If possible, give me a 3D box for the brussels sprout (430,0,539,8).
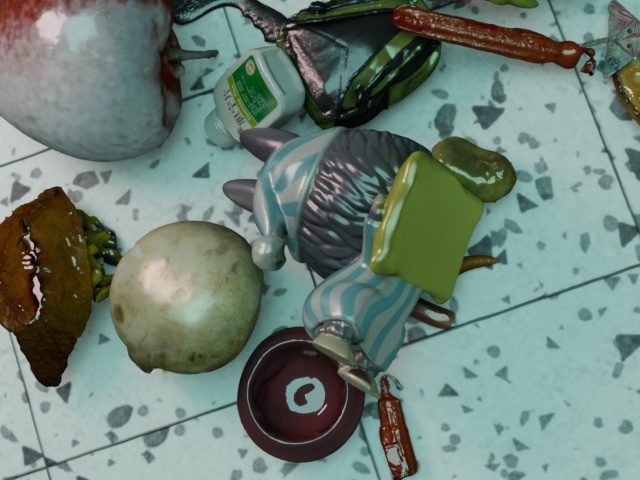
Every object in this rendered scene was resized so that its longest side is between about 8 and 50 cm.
[{"bbox_3d":[0.274,-0.533,1.759,0.371,0.315,0.276,-7,40,10],"label":"brussels sprout"}]

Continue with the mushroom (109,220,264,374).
[{"bbox_3d":[-0.205,0.090,1.774,0.255,0.184,0.255,-1,84,10],"label":"mushroom"}]

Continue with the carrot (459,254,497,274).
[{"bbox_3d":[0.205,0.046,1.801,0.142,0.035,0.035,-20,79,0],"label":"carrot"}]

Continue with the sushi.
[{"bbox_3d":[-0.422,0.062,1.833,0.167,0.179,0.296,-31,61,26],"label":"sushi"}]

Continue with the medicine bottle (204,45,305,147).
[{"bbox_3d":[-0.109,-0.216,1.816,0.183,0.069,0.119,-36,80,46],"label":"medicine bottle"}]

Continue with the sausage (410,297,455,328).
[{"bbox_3d":[0.137,0.097,1.800,0.147,0.035,0.030,25,53,13],"label":"sausage"}]

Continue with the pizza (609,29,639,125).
[{"bbox_3d":[0.549,-0.264,1.792,0.195,0.052,0.185,-17,72,9],"label":"pizza"}]

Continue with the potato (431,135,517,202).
[{"bbox_3d":[0.235,-0.108,1.796,0.138,0.070,0.091,28,56,19],"label":"potato"}]

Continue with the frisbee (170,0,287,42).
[{"bbox_3d":[-0.144,-0.428,1.935,0.211,0.012,0.187,8,82,10],"label":"frisbee"}]

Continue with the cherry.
[{"bbox_3d":[-0.365,-0.272,1.810,0.335,0.291,0.326,-24,107,16],"label":"cherry"}]

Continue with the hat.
[{"bbox_3d":[-0.029,0.236,1.774,0.205,0.089,0.205,-1,77,4],"label":"hat"}]

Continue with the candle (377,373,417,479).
[{"bbox_3d":[0.113,0.282,1.767,0.053,0.048,0.162,-7,77,-23],"label":"candle"}]

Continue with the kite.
[{"bbox_3d":[0.446,-0.314,1.810,0.152,0.005,0.137,3,77,30],"label":"kite"}]

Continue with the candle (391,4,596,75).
[{"bbox_3d":[0.264,-0.309,1.773,0.329,0.051,0.048,11,104,-12],"label":"candle"}]

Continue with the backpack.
[{"bbox_3d":[0.067,-0.300,1.821,0.253,0.140,0.207,-29,79,-4],"label":"backpack"}]

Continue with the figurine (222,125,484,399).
[{"bbox_3d":[0.000,0.000,1.741,0.378,0.266,0.361,16,66,35],"label":"figurine"}]
